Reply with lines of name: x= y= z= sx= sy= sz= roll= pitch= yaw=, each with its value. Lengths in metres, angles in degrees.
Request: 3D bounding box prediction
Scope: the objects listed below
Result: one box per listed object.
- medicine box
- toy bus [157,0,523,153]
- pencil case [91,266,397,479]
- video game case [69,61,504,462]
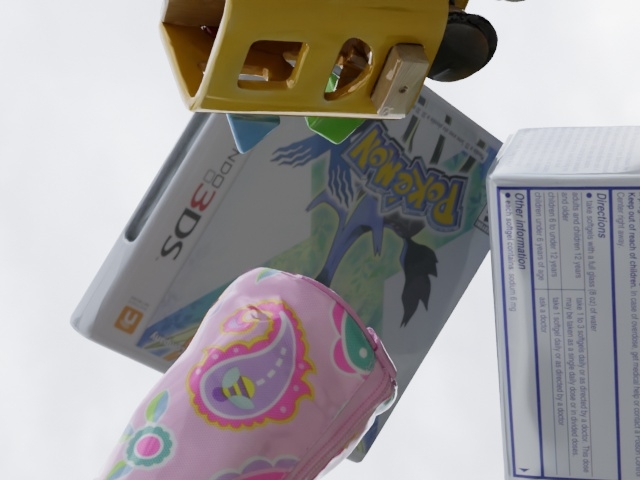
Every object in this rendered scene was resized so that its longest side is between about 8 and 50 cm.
medicine box: x=0.287 y=0.052 z=1.295 sx=0.149 sy=0.289 sz=0.263 roll=-54 pitch=-39 yaw=-65
toy bus: x=0.021 y=-0.110 z=0.830 sx=0.191 sy=0.202 sz=0.104 roll=47 pitch=-163 yaw=-48
pencil case: x=-0.073 y=0.150 z=0.881 sx=0.284 sy=0.124 sz=0.124 roll=-53 pitch=-57 yaw=-23
video game case: x=0.000 y=0.000 z=1.318 sx=0.329 sy=0.036 sz=0.300 roll=31 pitch=-90 yaw=-43
